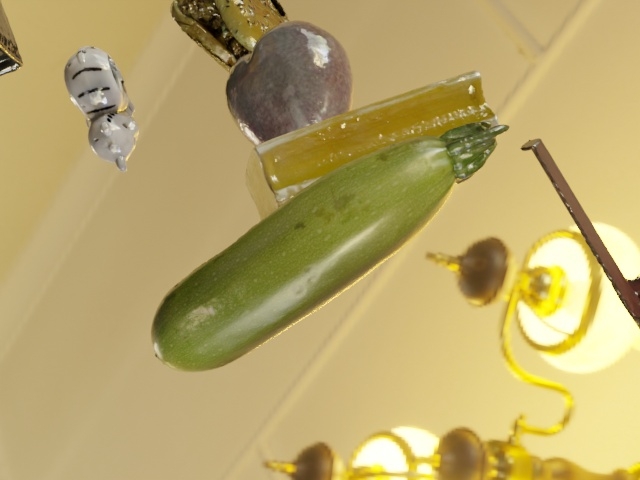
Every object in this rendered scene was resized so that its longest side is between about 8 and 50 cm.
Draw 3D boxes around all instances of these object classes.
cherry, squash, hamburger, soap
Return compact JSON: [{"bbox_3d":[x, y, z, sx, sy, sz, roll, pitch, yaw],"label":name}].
[{"bbox_3d":[-0.031,-0.182,1.500,0.176,0.140,0.176,-3,-95,35],"label":"cherry"},{"bbox_3d":[0.000,0.000,0.960,0.341,0.094,0.094,-34,-130,11],"label":"squash"},{"bbox_3d":[-0.126,-0.336,1.796,0.113,0.177,0.185,-32,-114,34],"label":"hamburger"},{"bbox_3d":[0.047,-0.084,1.199,0.140,0.232,0.073,130,-60,-78],"label":"soap"}]

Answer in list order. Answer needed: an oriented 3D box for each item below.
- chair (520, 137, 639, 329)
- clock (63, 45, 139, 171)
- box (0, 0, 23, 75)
[{"bbox_3d":[0.309,0.030,0.793,0.183,0.176,0.326,-13,-74,56],"label":"chair"},{"bbox_3d":[-0.317,-0.194,1.779,0.080,0.176,0.117,-19,-152,-1],"label":"clock"},{"bbox_3d":[-0.461,-0.206,1.015,0.251,0.345,0.204,117,-49,-85],"label":"box"}]
